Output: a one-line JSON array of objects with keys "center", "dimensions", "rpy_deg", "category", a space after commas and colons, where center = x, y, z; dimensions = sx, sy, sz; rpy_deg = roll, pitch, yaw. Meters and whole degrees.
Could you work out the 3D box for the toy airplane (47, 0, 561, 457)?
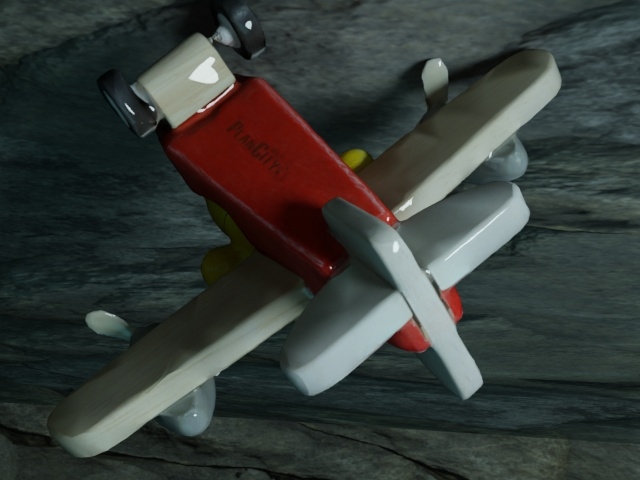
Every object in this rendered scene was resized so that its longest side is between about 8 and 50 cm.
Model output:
[{"center": [0.000, 0.000, 0.685], "dimensions": [0.385, 0.385, 0.272], "rpy_deg": [-3, 143, 17], "category": "toy airplane"}]
